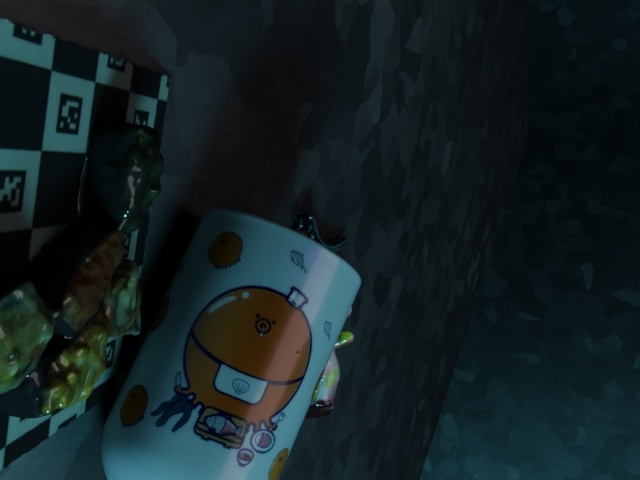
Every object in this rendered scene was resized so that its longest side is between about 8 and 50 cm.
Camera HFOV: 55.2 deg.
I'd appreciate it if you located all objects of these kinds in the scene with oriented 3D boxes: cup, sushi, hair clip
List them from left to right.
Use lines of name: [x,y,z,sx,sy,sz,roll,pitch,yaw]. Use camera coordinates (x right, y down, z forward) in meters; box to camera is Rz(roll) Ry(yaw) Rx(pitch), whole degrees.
sushi: [-0.196,0.020,0.520,0.343,0.064,0.359,-32,133,-78]
cup: [-0.106,0.151,0.719,0.317,0.212,0.212,-67,154,-15]
hair clip: [0.000,0.000,1.078,0.229,0.039,0.070,21,85,-70]

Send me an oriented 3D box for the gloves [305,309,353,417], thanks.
gloves: [-0.013,0.170,1.048,0.145,0.126,0.241,45,34,-56]
